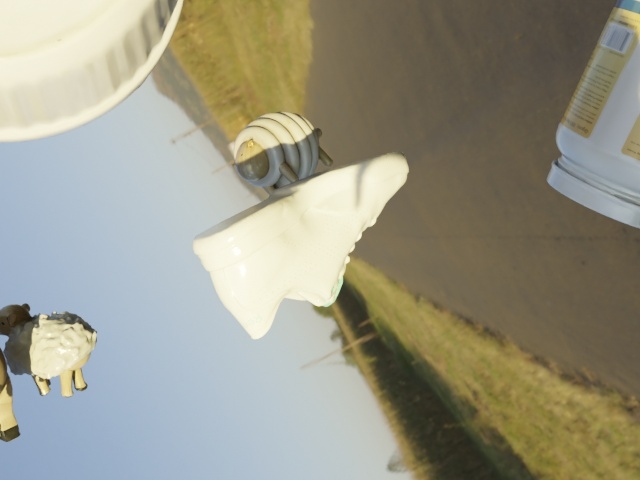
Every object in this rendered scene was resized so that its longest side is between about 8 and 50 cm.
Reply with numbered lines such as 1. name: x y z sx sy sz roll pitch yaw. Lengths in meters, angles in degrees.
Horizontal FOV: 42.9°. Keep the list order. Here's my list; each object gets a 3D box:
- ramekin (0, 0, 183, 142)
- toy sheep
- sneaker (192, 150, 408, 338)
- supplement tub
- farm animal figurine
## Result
1. ramekin: -0.215 -0.204 0.525 0.272 0.273 0.127 60 167 -8
2. toy sheep: -0.040 -0.092 0.848 0.132 0.091 0.091 -29 -91 -50
3. sneaker: 0.000 0.000 0.613 0.080 0.212 0.094 -13 103 48
4. supplement tub: 0.304 -0.122 0.739 0.144 0.199 0.144 19 -160 -7
5. farm animal figurine: -0.457 0.131 0.862 0.330 0.327 0.172 -39 -52 -60
